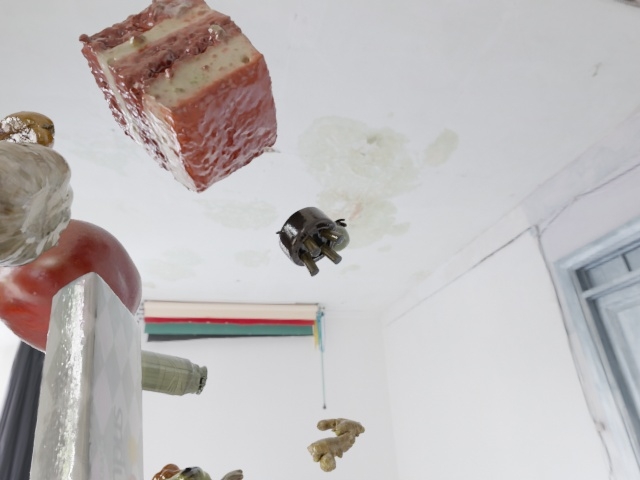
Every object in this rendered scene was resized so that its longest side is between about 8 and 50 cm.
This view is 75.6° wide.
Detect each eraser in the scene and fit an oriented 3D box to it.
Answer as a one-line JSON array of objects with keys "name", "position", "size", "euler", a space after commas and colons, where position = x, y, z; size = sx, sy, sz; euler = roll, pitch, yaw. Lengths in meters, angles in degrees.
[{"name": "eraser", "position": [-0.284, 0.261, 0.519], "size": [0.082, 0.397, 0.213], "euler": [-13, -36, -8]}]

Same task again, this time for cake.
[{"name": "cake", "position": [-0.275, -0.313, 0.877], "size": [0.269, 0.319, 0.270], "euler": [-43, -18, -23]}]

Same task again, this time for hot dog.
[{"name": "hot dog", "position": [-0.546, -0.189, 0.763], "size": [0.140, 0.090, 0.060], "euler": [-14, 6, 16]}]

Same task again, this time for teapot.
[{"name": "teapot", "position": [-0.358, 0.287, 0.914], "size": [0.200, 0.077, 0.107], "euler": [25, 1, -32]}]

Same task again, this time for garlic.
[{"name": "garlic", "position": [-0.546, -0.075, 0.683], "size": [0.211, 0.219, 0.219], "euler": [22, -28, 2]}]

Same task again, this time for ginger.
[{"name": "ginger", "position": [0.042, 0.515, 1.080], "size": [0.176, 0.053, 0.193], "euler": [-10, 11, -20]}]

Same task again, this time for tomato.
[{"name": "tomato", "position": [-0.599, 0.114, 0.993], "size": [0.289, 0.293, 0.325], "euler": [-16, -63, 7]}]

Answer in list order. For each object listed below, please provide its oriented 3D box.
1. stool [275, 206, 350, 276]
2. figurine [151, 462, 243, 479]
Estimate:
[{"name": "stool", "position": [0.000, 0.000, 0.911], "size": [0.217, 0.121, 0.125], "euler": [0, -57, -50]}, {"name": "figurine", "position": [-0.210, 0.466, 0.656], "size": [0.205, 0.225, 0.382], "euler": [-12, -27, -51]}]
